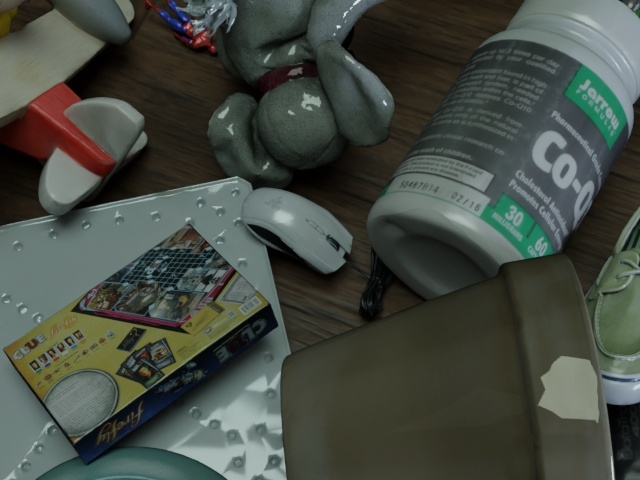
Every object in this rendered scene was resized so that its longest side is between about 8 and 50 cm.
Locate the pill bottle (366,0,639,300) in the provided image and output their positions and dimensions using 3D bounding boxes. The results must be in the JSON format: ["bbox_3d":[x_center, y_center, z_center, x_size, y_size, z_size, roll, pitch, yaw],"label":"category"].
[{"bbox_3d":[0.222,-0.105,1.430,0.204,0.204,0.361,26,66,16],"label":"pill bottle"}]

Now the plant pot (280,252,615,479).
[{"bbox_3d":[0.113,0.189,1.213,0.280,0.323,0.323,-7,60,5],"label":"plant pot"}]

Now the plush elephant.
[{"bbox_3d":[-0.010,-0.201,1.489,0.271,0.255,0.330,-10,12,40],"label":"plush elephant"}]

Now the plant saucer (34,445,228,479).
[{"bbox_3d":[-0.191,0.356,1.245,0.317,0.044,0.318,0,73,-1],"label":"plant saucer"}]

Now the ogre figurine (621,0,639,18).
[{"bbox_3d":[0.386,-0.272,1.577,0.118,0.097,0.197,36,73,13],"label":"ogre figurine"}]

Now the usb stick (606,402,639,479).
[{"bbox_3d":[0.326,0.197,1.348,0.077,0.045,0.278,-4,60,8],"label":"usb stick"}]

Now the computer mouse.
[{"bbox_3d":[0.000,0.000,1.441,0.193,0.042,0.106,30,63,-5],"label":"computer mouse"}]

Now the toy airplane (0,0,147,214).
[{"bbox_3d":[-0.366,-0.209,1.471,0.384,0.272,0.386,-1,38,-24],"label":"toy airplane"}]

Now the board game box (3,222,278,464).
[{"bbox_3d":[-0.189,0.102,1.345,0.243,0.042,0.165,-35,50,-15],"label":"board game box"}]

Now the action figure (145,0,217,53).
[{"bbox_3d":[-0.174,-0.276,1.646,0.115,0.030,0.038,41,75,17],"label":"action figure"}]

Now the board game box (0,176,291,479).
[{"bbox_3d":[-0.229,0.139,1.402,0.389,0.050,0.390,-12,61,-5],"label":"board game box"}]

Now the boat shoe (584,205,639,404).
[{"bbox_3d":[0.326,0.050,1.341,0.109,0.094,0.302,12,37,15],"label":"boat shoe"}]
